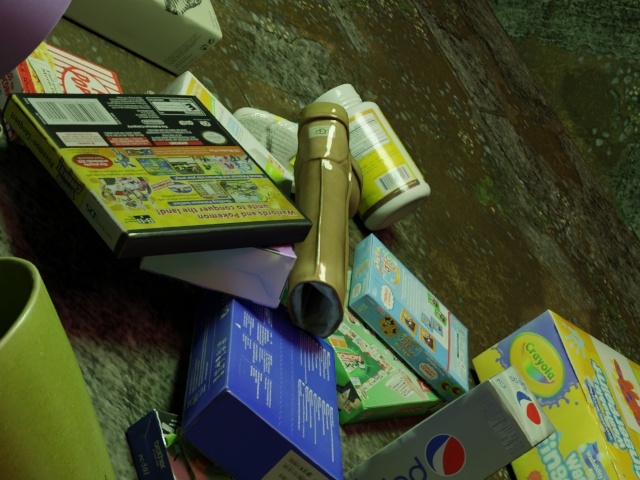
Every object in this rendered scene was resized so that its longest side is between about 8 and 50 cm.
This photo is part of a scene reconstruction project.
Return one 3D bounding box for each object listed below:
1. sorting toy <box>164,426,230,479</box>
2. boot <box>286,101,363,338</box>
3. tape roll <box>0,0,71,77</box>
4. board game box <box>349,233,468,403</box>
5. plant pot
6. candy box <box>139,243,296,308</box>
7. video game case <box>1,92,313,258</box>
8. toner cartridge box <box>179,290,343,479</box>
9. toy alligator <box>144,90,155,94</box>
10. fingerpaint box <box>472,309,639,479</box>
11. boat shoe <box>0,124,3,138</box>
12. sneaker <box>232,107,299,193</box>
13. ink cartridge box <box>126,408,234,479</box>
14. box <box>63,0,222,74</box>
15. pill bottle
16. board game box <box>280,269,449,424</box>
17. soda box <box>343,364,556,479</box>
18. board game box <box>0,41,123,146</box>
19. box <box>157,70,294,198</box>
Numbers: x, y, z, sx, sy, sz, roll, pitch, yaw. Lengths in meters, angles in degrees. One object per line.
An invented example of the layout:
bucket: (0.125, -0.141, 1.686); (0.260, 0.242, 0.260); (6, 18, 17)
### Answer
sorting toy: (-0.125, 0.217, 1.622); (0.083, 0.012, 0.062); (15, 46, -55)
boot: (0.000, 0.000, 1.960); (0.236, 0.089, 0.270); (75, 14, -55)
tape roll: (-0.359, -0.299, 1.686); (0.090, 0.275, 0.275); (30, 32, -41)
board game box: (0.126, 0.107, 2.216); (0.211, 0.039, 0.160); (46, 24, -20)
plant pot: (-0.263, 0.209, 1.226); (0.293, 0.274, 0.275); (62, 19, -23)
candy box: (-0.122, -0.010, 1.862); (0.164, 0.070, 0.196); (17, 19, -12)
video game case: (-0.178, -0.078, 1.770); (0.275, 0.035, 0.248); (-5, 43, -46)
toner cartridge box: (-0.062, 0.162, 1.761); (0.165, 0.075, 0.348); (42, 14, -14)
toy alligator: (-0.153, -0.143, 2.138); (0.190, 0.051, 0.056); (47, 24, -15)
fingerpaint box: (0.449, 0.373, 2.415); (0.371, 0.163, 0.445); (29, 33, -45)
boat shoe: (-0.407, -0.112, 1.594); (0.078, 0.070, 0.219); (60, 24, 15)
sneaker: (-0.055, -0.132, 2.297); (0.240, 0.091, 0.126); (35, 11, -35)
ink cartridge box: (-0.108, 0.248, 1.687); (0.207, 0.046, 0.097); (24, 38, -49)
box: (-0.262, -0.332, 2.144); (0.275, 0.094, 0.113); (24, 37, -50)
pill bottle: (0.068, -0.130, 2.456); (0.215, 0.117, 0.117); (58, 24, 11)
board game box: (0.070, 0.139, 2.175); (0.317, 0.046, 0.213); (5, 53, -60)
soda box: (0.118, 0.256, 1.794); (0.091, 0.286, 0.098); (57, 22, 9)
board game box: (-0.302, -0.160, 1.890); (0.193, 0.045, 0.147); (20, 40, -52)
box: (-0.143, -0.095, 2.028); (0.203, 0.103, 0.114); (45, 24, -18)
